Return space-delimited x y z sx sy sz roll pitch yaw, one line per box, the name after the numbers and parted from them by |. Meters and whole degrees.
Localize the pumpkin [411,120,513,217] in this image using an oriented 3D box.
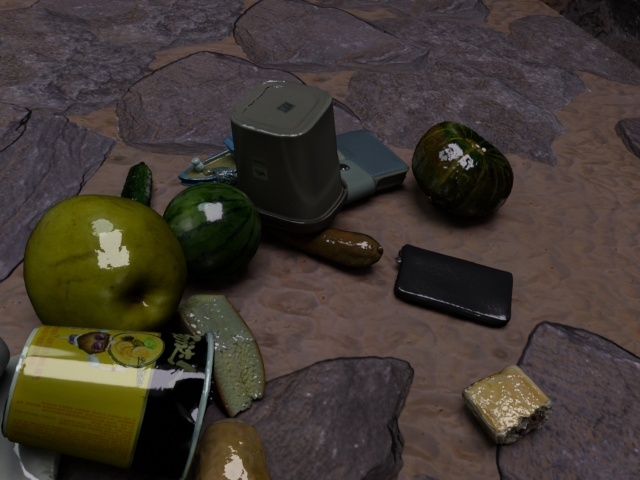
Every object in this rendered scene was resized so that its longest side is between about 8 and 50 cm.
0.325 -0.159 1.333 0.260 0.189 0.260 25 32 -17 | pumpkin

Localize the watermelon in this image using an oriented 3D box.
-0.218 -0.012 1.064 0.215 0.188 0.188 -32 45 12 | watermelon

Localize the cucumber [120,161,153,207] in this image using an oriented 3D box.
-0.404 -0.109 1.220 0.069 0.069 0.227 0 39 -11 | cucumber

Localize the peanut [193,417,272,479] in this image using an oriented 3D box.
-0.096 0.359 0.738 0.117 0.101 0.263 -34 56 -7 | peanut

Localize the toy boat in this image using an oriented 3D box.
-0.214 -0.186 1.269 0.238 0.098 0.109 -32 47 -12 | toy boat

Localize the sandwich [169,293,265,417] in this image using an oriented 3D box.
-0.180 0.167 0.939 0.094 0.096 0.258 -19 52 -36 | sandwich

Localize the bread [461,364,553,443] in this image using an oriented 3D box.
0.310 0.276 0.920 0.125 0.082 0.106 -21 39 -17 | bread

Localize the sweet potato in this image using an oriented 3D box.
0.000 0.000 1.168 0.274 0.075 0.075 16 42 16 | sweet potato

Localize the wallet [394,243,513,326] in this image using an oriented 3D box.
0.270 0.091 1.142 0.250 0.044 0.149 15 46 5 | wallet

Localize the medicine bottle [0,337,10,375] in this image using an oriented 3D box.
-0.570 0.249 0.654 0.211 0.211 0.371 15 52 5 | medicine bottle

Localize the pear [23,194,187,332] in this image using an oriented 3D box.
-0.359 0.048 0.916 0.253 0.252 0.307 -26 26 -33 | pear

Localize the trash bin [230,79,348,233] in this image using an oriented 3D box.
-0.066 -0.169 1.123 0.220 0.250 0.219 17 49 17 | trash bin

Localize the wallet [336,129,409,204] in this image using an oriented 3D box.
0.025 -0.176 1.362 0.361 0.083 0.252 -20 45 -26 | wallet

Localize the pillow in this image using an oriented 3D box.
-0.440 0.267 0.790 0.144 0.078 0.254 -13 45 -9 | pillow

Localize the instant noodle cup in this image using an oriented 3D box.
-0.277 0.208 0.749 0.236 0.215 0.215 13 41 -14 | instant noodle cup
